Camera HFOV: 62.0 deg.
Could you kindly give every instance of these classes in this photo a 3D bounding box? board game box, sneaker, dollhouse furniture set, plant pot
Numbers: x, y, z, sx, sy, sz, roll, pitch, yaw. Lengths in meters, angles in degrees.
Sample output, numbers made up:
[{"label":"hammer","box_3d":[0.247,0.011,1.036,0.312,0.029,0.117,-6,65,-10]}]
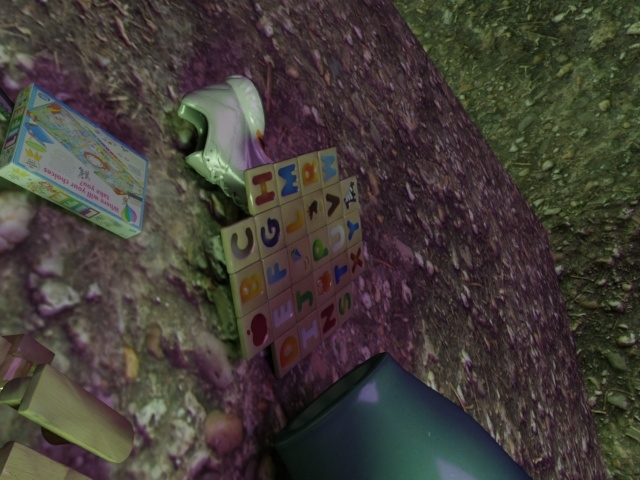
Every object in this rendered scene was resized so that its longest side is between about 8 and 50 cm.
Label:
[{"label":"board game box","box_3d":[-0.254,-0.080,0.569,0.154,0.026,0.103,38,39,-50]},{"label":"sneaker","box_3d":[-0.125,-0.095,0.756,0.121,0.099,0.262,-23,97,-33]},{"label":"dollhouse furniture set","box_3d":[-0.227,0.153,0.381,0.123,0.151,0.144,64,23,-46]},{"label":"plant pot","box_3d":[0.087,0.289,0.645,0.255,0.272,0.272,51,30,7]}]

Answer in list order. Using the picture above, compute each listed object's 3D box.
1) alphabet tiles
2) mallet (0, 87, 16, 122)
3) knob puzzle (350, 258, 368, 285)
[{"label":"alphabet tiles","box_3d":[-0.018,0.020,0.773,0.343,0.011,0.284,-29,117,-55]},{"label":"mallet","box_3d":[-0.348,-0.173,0.511,0.189,0.039,0.062,61,30,-14]},{"label":"knob puzzle","box_3d":[0.000,0.000,0.913,0.213,0.030,0.213,36,42,-40]}]
